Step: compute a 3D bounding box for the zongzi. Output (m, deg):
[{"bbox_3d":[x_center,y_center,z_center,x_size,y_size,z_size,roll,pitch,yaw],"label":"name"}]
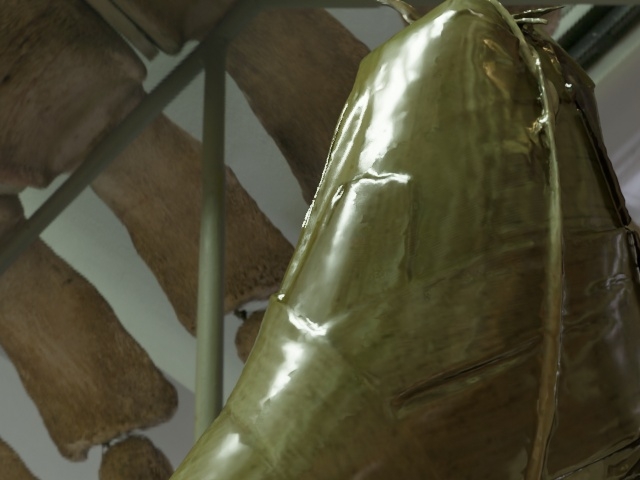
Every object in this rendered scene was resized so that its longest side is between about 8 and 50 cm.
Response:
[{"bbox_3d":[0.012,-0.007,0.507,0.467,0.218,0.499,0,-107,-37],"label":"zongzi"}]
